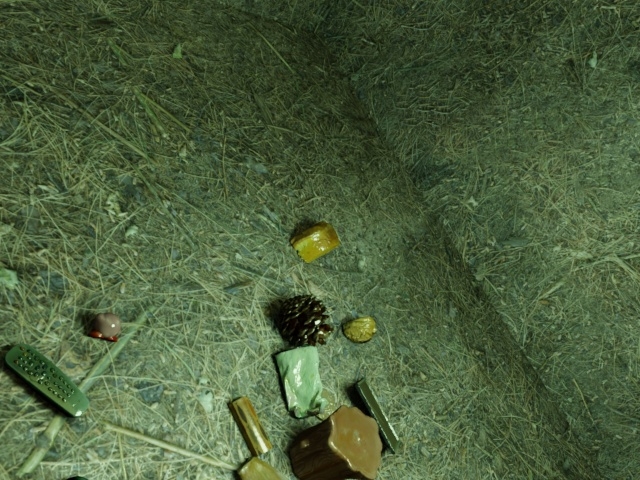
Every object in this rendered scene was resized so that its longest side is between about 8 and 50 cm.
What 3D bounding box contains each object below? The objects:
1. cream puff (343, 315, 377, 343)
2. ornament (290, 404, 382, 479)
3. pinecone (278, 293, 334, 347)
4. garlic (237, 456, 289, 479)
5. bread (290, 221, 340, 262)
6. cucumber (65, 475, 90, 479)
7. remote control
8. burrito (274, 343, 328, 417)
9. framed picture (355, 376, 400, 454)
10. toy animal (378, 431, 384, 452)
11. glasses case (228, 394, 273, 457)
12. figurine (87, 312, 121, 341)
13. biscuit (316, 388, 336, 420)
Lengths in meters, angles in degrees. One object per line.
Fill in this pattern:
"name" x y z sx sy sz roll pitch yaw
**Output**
"cream puff" 0.157 0.354 2.140 0.133 0.119 0.104 -4 77 -21
"ornament" 0.045 0.635 1.636 0.235 0.217 0.221 -6 63 -53
"pinecone" -0.054 0.290 1.896 0.184 0.179 0.204 -21 88 -37
"garlic" -0.111 0.729 1.485 0.318 0.112 0.143 50 34 17
"bread" 0.000 0.000 2.274 0.229 0.139 0.143 -28 89 -55
"cucumber" -0.474 0.614 1.183 0.244 0.063 0.115 48 33 -2
"remote control" -0.639 0.330 1.272 0.222 0.042 0.072 45 34 -7
"burrito" -0.060 0.462 1.783 0.089 0.144 0.229 76 0 -67
"framed picture" 0.206 0.621 1.949 0.265 0.018 0.192 61 7 14
"toy animal" 0.178 0.720 1.855 0.105 0.070 0.202 57 30 -15
"glasses case" -0.201 0.542 1.594 0.064 0.041 0.170 -12 68 -53
"figurine" -0.562 0.227 1.440 0.083 0.067 0.071 36 54 -49
"biscuit" 0.008 0.557 1.852 0.120 0.015 0.120 30 38 -27
